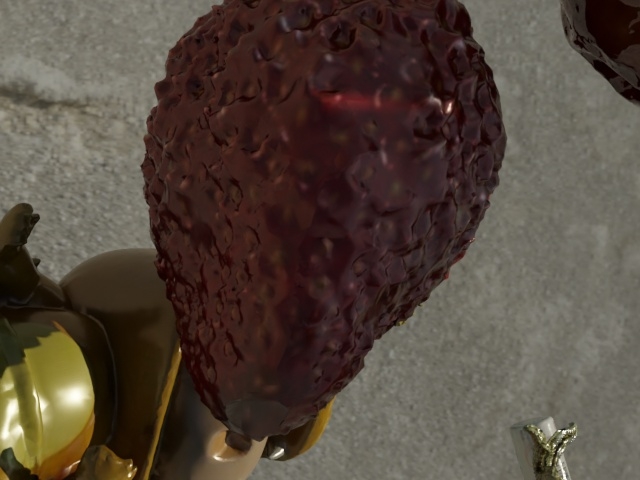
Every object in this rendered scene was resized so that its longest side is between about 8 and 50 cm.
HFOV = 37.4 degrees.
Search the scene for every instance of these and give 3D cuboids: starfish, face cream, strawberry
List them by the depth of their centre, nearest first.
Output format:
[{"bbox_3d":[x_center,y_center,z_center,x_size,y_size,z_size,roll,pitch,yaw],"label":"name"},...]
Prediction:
[{"bbox_3d":[-0.017,-0.038,0.602,0.258,0.261,0.261,-33,116,-40],"label":"strawberry"},{"bbox_3d":[0.303,0.312,1.182,0.208,0.053,0.175,26,47,-56],"label":"starfish"},{"bbox_3d":[0.400,0.441,1.626,0.082,0.082,0.268,-12,82,-36],"label":"face cream"}]

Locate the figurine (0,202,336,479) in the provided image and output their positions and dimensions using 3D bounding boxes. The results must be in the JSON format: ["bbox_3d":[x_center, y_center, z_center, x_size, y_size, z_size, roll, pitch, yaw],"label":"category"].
[{"bbox_3d":[-0.209,0.094,0.766,0.387,0.268,0.401,-7,59,-52],"label":"figurine"}]

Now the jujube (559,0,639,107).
[{"bbox_3d":[0.268,-0.194,0.590,0.174,0.174,0.250,22,115,-38],"label":"jujube"}]

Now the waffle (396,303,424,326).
[{"bbox_3d":[-0.001,0.001,1.099,0.052,0.254,0.245,-44,130,-39],"label":"waffle"}]
